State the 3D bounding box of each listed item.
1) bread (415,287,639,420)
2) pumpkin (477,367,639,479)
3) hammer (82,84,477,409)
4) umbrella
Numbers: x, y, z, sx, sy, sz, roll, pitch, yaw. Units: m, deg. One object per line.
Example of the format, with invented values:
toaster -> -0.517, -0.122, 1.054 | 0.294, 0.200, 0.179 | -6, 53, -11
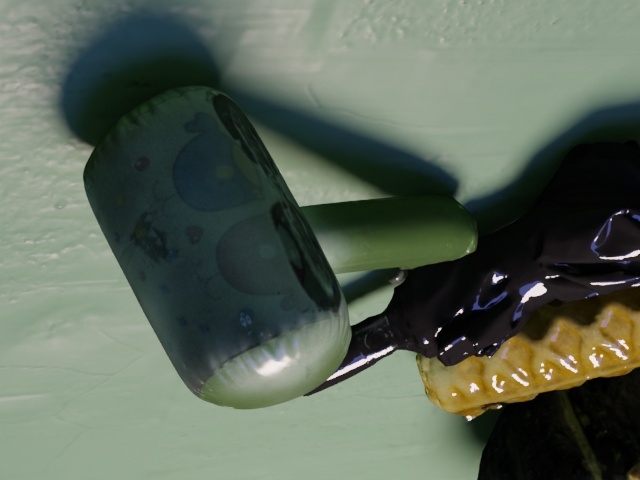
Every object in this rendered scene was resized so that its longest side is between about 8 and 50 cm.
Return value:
bread -> 0.241, 0.063, 1.449 | 0.367, 0.077, 0.084 | -17, 118, 26
pumpkin -> 0.289, 0.218, 1.610 | 0.323, 0.241, 0.323 | -20, 150, -12
hammer -> 0.000, 0.000, 1.253 | 0.119, 0.206, 0.335 | -37, 162, 32
umbrella -> 0.127, 0.031, 1.406 | 0.340, 0.118, 0.118 | -25, 145, 11
